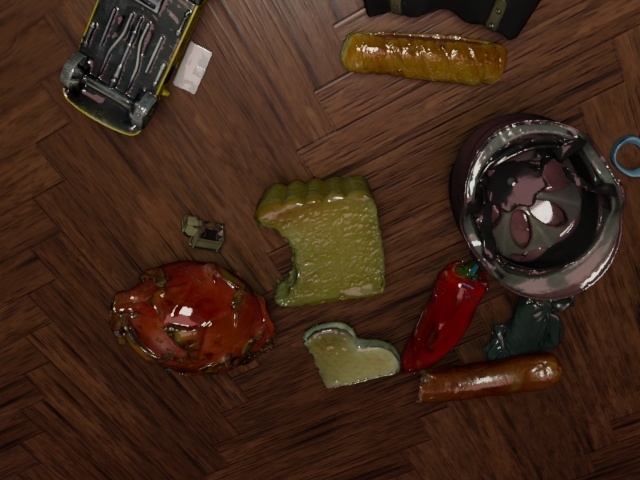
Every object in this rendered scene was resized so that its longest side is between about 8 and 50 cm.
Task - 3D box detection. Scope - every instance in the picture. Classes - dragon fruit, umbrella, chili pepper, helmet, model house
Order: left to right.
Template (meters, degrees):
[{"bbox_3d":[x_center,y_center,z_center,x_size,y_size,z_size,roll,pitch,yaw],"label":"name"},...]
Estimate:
[{"bbox_3d":[-0.249,0.152,1.130,0.315,0.250,0.250,-7,119,-13],"label":"dragon fruit"},{"bbox_3d":[-0.238,-0.010,1.139,0.083,0.057,0.058,9,147,-27],"label":"model house"},{"bbox_3d":[0.264,0.155,1.203,0.110,0.110,0.387,16,120,-10],"label":"chili pepper"},{"bbox_3d":[0.365,-0.075,1.024,0.271,0.197,0.338,-34,114,10],"label":"helmet"},{"bbox_3d":[0.448,0.184,1.225,0.143,0.094,0.348,23,116,20],"label":"umbrella"}]

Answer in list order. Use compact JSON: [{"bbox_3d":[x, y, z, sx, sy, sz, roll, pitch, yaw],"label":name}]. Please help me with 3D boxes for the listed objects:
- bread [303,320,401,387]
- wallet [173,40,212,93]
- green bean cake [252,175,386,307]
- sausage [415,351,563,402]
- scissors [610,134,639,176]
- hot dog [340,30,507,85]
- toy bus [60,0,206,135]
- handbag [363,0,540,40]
[{"bbox_3d":[0.061,0.264,1.281,0.232,0.064,0.172,21,117,-10],"label":"bread"},{"bbox_3d":[-0.224,-0.301,0.998,0.044,0.011,0.083,25,115,-14],"label":"wallet"},{"bbox_3d":[0.000,0.000,1.102,0.233,0.124,0.236,-9,119,3],"label":"green bean cake"},{"bbox_3d":[0.346,0.290,1.195,0.303,0.076,0.103,-11,162,10],"label":"sausage"},{"bbox_3d":[0.664,-0.113,1.102,0.125,0.030,0.256,-35,111,16],"label":"scissors"},{"bbox_3d":[0.177,-0.309,0.975,0.286,0.061,0.087,1,130,0],"label":"hot dog"},{"bbox_3d":[-0.274,-0.339,0.899,0.144,0.152,0.330,30,112,-10],"label":"toy bus"},{"bbox_3d":[0.203,-0.450,0.831,0.343,0.152,0.287,15,136,8],"label":"handbag"}]
